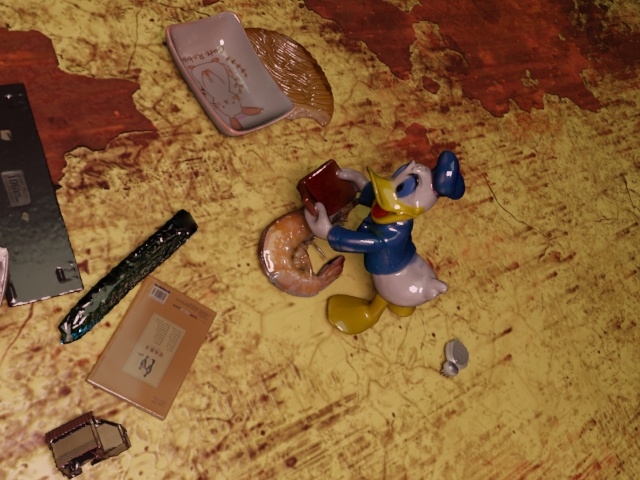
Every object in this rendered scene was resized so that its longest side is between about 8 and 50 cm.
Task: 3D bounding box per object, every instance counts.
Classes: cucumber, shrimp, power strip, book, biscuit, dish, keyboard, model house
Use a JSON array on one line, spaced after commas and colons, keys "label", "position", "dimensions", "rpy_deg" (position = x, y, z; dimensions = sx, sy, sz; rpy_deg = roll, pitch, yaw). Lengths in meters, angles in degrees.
[{"label": "cucumber", "position": [-0.268, 0.047, 0.839], "dimensions": [0.257, 0.044, 0.043], "rpy_deg": [-50, 116, -34]}, {"label": "shrimp", "position": [-0.001, 0.000, 1.021], "dimensions": [0.251, 0.052, 0.144], "rpy_deg": [-34, 101, -30]}, {"label": "power strip", "position": [0.239, 0.214, 1.084], "dimensions": [0.055, 0.035, 0.083], "rpy_deg": [48, 41, -5]}, {"label": "book", "position": [-0.230, 0.146, 0.840], "dimensions": [0.118, 0.012, 0.172], "rpy_deg": [33, 57, -15]}, {"label": "biscuit", "position": [-0.073, -0.311, 1.114], "dimensions": [0.228, 0.031, 0.176], "rpy_deg": [18, 61, -24]}, {"label": "dish", "position": [-0.161, -0.270, 1.016], "dimensions": [0.151, 0.077, 0.212], "rpy_deg": [-31, 88, -38]}, {"label": "keyboard", "position": [-0.408, -0.068, 0.816], "dimensions": [0.106, 0.027, 0.317], "rpy_deg": [-14, 77, -31]}, {"label": "model house", "position": [-0.288, 0.246, 0.745], "dimensions": [0.083, 0.057, 0.058], "rpy_deg": [-27, 58, -17]}]

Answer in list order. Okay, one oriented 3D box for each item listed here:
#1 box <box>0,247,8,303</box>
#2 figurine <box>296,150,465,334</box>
[{"label": "box", "position": [-0.503, 0.027, 0.617], "dimensions": [0.332, 0.173, 0.145], "rpy_deg": [25, 71, -20]}, {"label": "figurine", "position": [0.103, -0.036, 0.923], "dimensions": [0.283, 0.338, 0.204], "rpy_deg": [44, 48, 6]}]
